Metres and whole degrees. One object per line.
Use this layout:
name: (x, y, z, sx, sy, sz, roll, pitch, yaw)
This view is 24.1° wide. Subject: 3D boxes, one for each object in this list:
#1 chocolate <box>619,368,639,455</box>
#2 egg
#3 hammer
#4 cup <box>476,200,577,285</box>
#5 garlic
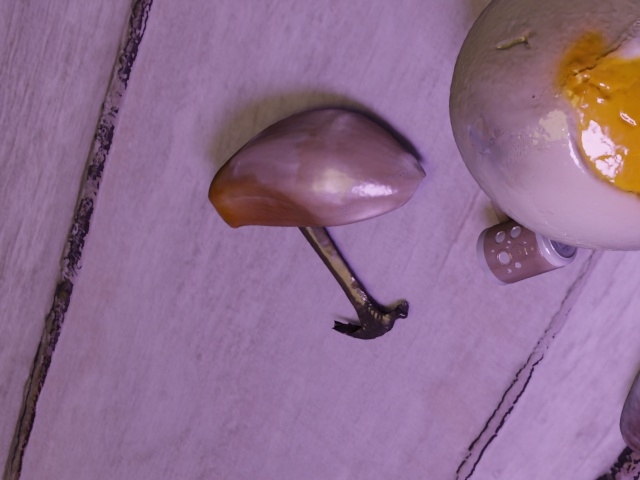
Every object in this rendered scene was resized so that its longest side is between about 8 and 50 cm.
chocolate: (0.459, 0.245, 1.662, 0.303, 0.100, 0.185, 42, 139, 29)
egg: (0.239, -0.129, 1.536, 0.337, 0.201, 0.337, 32, 129, 50)
hammer: (0.001, 0.000, 1.966, 0.125, 0.027, 0.297, -32, 92, 40)
cup: (0.245, -0.006, 1.747, 0.099, 0.102, 0.074, -19, 139, 42)
garlic: (-0.021, -0.083, 1.880, 0.318, 0.112, 0.143, -6, 108, 43)
